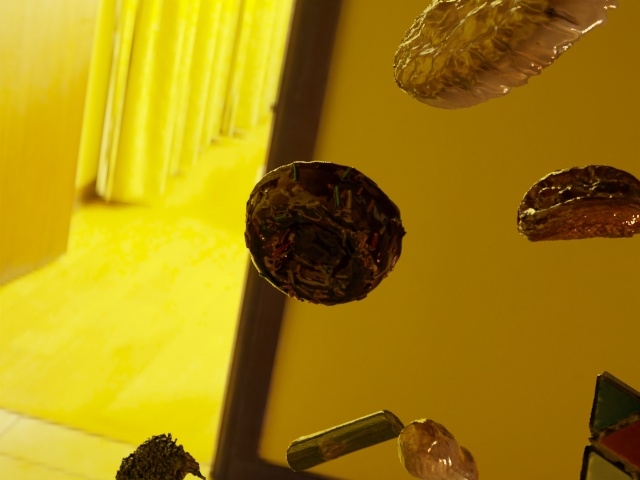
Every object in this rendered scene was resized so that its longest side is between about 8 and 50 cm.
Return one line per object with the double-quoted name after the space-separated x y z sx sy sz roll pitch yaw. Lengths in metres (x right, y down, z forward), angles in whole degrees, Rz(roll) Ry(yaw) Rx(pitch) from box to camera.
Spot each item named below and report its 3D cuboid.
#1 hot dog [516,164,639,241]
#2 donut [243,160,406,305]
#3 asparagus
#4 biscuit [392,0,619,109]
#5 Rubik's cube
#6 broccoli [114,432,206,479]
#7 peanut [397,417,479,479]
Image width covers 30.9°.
0.426 -0.053 1.858 0.227 0.099 0.160 -10 26 1 "hot dog"
0.000 0.000 1.606 0.235 0.235 0.089 14 42 8 "donut"
0.044 0.352 2.063 0.278 0.060 0.067 -27 -13 37 "asparagus"
0.161 -0.205 1.155 0.084 0.179 0.281 45 -16 -23 "biscuit"
0.422 0.277 1.491 0.250 0.284 0.234 23 41 -61 "Rubik's cube"
-0.238 0.382 1.768 0.160 0.154 0.167 40 -13 -34 "broccoli"
0.173 0.323 1.707 0.087 0.087 0.206 26 -15 38 "peanut"
